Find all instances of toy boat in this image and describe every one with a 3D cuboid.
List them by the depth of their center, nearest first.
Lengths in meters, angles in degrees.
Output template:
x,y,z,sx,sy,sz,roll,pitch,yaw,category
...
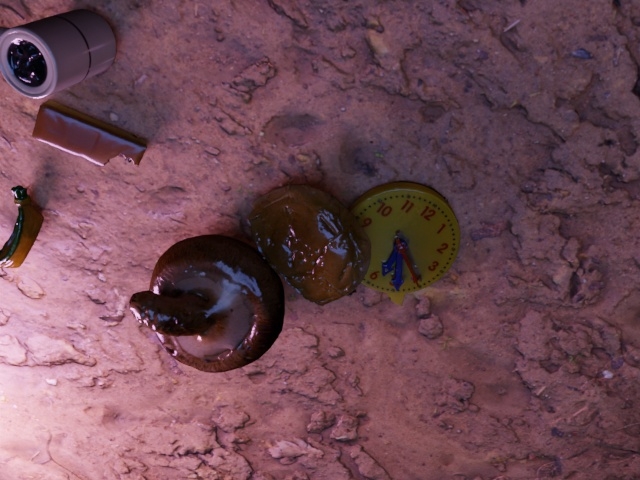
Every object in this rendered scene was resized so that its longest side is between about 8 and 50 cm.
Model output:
x,y,z,sx,sy,sz,roll,pitch,yaw,category
-0.690,-0.019,1.462,0.088,0.089,0.230,22,109,-35,toy boat

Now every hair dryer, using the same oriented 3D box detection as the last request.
x,y,z,sx,sy,sz,roll,pitch,yaw,category
-0.599,-0.375,1.242,0.361,0.203,0.128,11,122,13,hair dryer

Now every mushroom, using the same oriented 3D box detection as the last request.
x,y,z,sx,sy,sz,roll,pitch,yaw,category
-0.238,0.142,1.490,0.344,0.239,0.345,5,145,4,mushroom

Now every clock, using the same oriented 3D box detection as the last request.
x,y,z,sx,sy,sz,roll,pitch,yaw,category
0.180,0.008,1.495,0.277,0.071,0.294,25,114,-13,clock

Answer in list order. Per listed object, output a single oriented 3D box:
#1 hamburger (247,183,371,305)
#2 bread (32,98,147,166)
x,y,z,sx,sy,sz,roll,pitch,yaw,category
0.000,0.000,1.424,0.211,0.132,0.309,-31,103,29,hamburger
-0.487,-0.216,1.384,0.226,0.049,0.088,23,115,-13,bread
